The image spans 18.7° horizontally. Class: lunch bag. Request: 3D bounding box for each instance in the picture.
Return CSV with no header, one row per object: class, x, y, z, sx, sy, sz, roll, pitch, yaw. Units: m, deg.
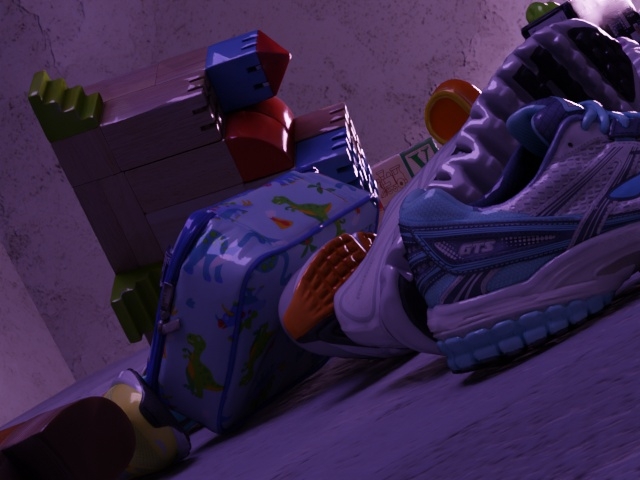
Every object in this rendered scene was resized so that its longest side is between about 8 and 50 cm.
lunch bag,-0.046,0.047,1.534,0.219,0.090,0.176,-31,-41,-54

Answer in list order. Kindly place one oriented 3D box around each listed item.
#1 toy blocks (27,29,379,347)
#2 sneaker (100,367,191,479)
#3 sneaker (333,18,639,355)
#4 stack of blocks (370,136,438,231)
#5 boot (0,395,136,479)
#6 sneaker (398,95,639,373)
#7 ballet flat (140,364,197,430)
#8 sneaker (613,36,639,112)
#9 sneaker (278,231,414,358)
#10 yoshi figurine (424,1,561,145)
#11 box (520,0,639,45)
toy blocks,-0.064,-0.032,1.765,0.261,0.381,0.191,-18,29,10
sneaker,-0.170,0.166,1.488,0.094,0.081,0.208,-37,-1,-30
sneaker,0.108,-0.038,1.289,0.292,0.110,0.118,-49,13,-29
stack of blocks,0.000,0.000,2.011,0.297,0.171,0.087,-28,2,-19
boot,-0.275,0.206,1.310,0.220,0.109,0.283,-33,4,46
sneaker,0.174,-0.038,1.108,0.283,0.122,0.110,-28,2,-14
ballet flat,-0.067,0.092,1.700,0.247,0.087,0.083,-28,1,-13
sneaker,0.247,-0.090,1.476,0.095,0.104,0.236,-39,20,-13
sneaker,0.028,0.055,1.447,0.121,0.099,0.262,-36,-10,27
yoshi figurine,0.224,-0.123,1.909,0.362,0.203,0.203,-25,-7,-43
box,0.261,-0.132,1.684,0.051,0.175,0.220,-30,1,23
